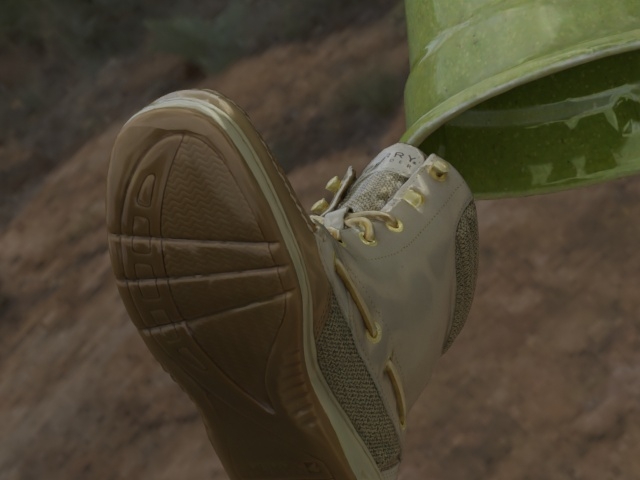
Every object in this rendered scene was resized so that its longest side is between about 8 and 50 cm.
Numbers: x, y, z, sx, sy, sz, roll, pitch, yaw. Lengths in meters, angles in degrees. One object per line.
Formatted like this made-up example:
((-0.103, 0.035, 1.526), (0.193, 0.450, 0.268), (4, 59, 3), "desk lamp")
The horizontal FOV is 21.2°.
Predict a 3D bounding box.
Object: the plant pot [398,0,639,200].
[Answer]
((0.156, -0.190, 1.104), (0.276, 0.276, 0.254), (-23, 71, 34), "plant pot")

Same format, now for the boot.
((0.000, 0.000, 0.853), (0.095, 0.262, 0.203), (-5, 35, 31), "boot")
